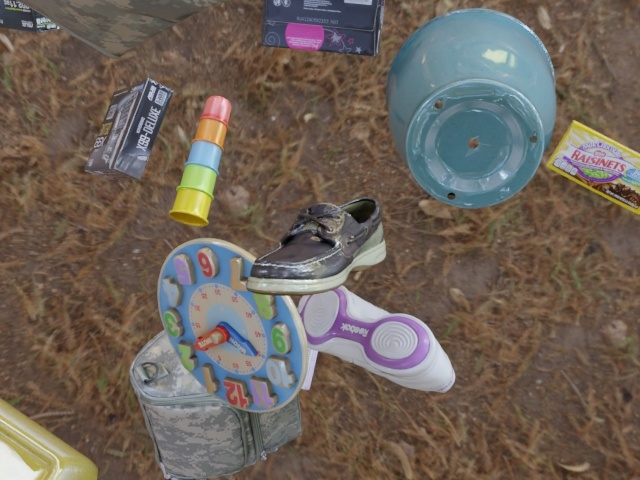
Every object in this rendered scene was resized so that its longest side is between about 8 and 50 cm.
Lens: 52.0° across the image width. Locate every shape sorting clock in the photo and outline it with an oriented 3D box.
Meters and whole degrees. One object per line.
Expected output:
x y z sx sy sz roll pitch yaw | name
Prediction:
-0.101 0.096 0.707 0.206 0.206 0.040 57 42 -5 | shape sorting clock

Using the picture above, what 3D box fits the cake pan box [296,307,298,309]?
-0.049 0.240 1.764 0.266 0.246 0.070 -25 74 -9 | cake pan box

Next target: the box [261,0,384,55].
0.011 -0.492 1.408 0.247 0.142 0.164 7 110 6 | box

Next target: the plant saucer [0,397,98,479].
-0.387 0.232 0.557 0.332 0.081 0.333 41 38 -14 | plant saucer

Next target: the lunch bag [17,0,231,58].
-0.201 -0.263 0.420 0.286 0.235 0.169 23 81 -33 | lunch bag

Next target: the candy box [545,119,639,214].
0.568 -0.146 1.307 0.205 0.027 0.105 30 112 9 | candy box

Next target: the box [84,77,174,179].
-0.511 -0.283 1.730 0.076 0.307 0.243 23 82 -32 | box

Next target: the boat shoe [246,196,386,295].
0.000 0.000 0.423 0.056 0.152 0.049 4 101 23 | boat shoe

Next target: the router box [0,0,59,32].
-0.407 -0.330 0.869 0.122 0.038 0.092 16 122 28 | router box

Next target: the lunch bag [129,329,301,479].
-0.186 0.272 1.152 0.255 0.305 0.213 -22 48 -21 | lunch bag

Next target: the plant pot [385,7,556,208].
0.223 -0.179 0.973 0.271 0.255 0.272 5 120 8 | plant pot

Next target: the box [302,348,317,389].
-0.024 0.201 1.612 0.063 0.067 0.324 14 76 -3 | box

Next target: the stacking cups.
-0.271 -0.194 1.575 0.095 0.096 0.317 17 72 -10 | stacking cups

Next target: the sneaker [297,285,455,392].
0.075 0.161 1.026 0.152 0.305 0.114 43 76 -40 | sneaker
